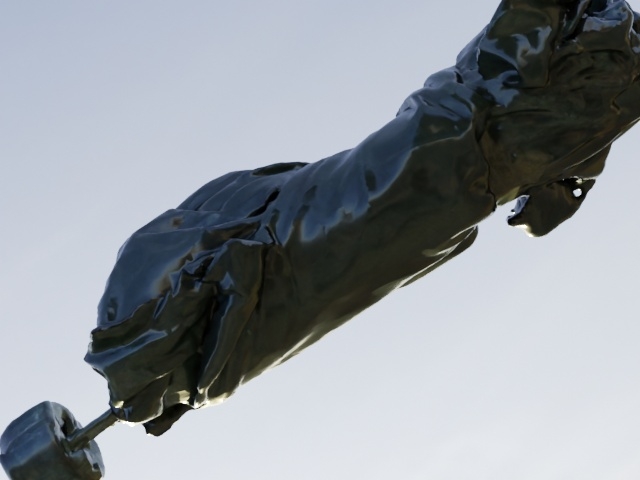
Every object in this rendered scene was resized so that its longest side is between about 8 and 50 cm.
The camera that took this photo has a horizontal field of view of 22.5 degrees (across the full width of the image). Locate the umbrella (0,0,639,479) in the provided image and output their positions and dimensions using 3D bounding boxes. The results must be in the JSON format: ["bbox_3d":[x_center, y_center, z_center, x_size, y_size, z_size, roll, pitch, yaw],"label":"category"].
[{"bbox_3d":[-0.002,-0.003,0.714,0.349,0.094,0.143,-36,-35,7],"label":"umbrella"}]
